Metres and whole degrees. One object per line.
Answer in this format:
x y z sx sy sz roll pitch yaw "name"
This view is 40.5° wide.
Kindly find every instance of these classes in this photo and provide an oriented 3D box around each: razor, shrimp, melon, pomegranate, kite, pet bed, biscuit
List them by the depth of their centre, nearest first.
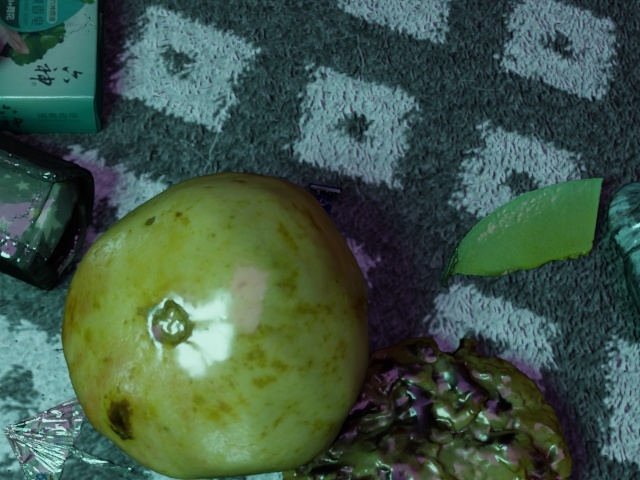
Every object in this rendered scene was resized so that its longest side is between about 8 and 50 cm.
-0.092 0.099 0.928 0.342 0.342 0.342 3 69 -8 "pomegranate"
-0.288 0.238 0.990 0.157 0.011 0.139 20 69 0 "kite"
0.121 0.247 0.994 0.334 0.081 0.289 -17 66 -11 "biscuit"
-0.373 -0.057 1.002 0.211 0.183 0.159 22 74 2 "pet bed"
0.481 0.074 1.085 0.137 0.172 0.372 -17 65 -20 "shrimp"
-0.001 0.001 1.114 0.044 0.028 0.154 8 67 -6 "razor"
0.269 -0.001 1.159 0.262 0.053 0.114 -23 92 -12 "melon"

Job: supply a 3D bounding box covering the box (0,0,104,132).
-0.362 -0.267 1.130 0.153 0.092 0.245 -2 69 -9 "box"
